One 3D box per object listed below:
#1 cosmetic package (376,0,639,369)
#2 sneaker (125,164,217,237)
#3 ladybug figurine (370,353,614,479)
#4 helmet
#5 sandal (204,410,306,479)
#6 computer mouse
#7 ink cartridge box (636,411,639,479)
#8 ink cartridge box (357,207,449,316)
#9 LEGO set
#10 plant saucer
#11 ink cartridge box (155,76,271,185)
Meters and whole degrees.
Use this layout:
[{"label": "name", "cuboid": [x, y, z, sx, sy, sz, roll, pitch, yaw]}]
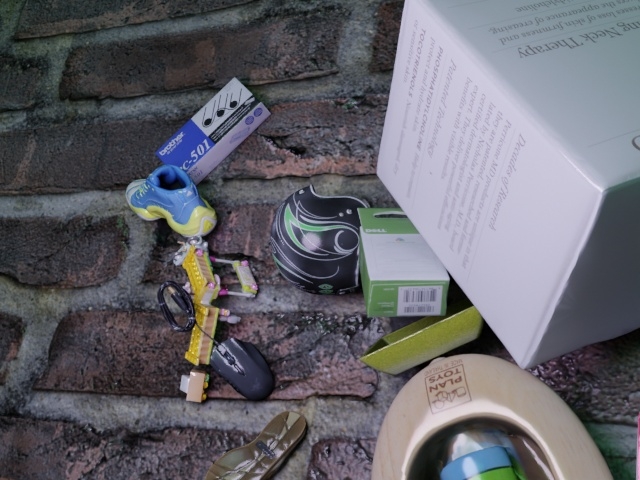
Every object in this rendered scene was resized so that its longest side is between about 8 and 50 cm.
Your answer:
[{"label": "cosmetic package", "cuboid": [0.320, -0.116, 1.271, 0.330, 0.327, 0.393, -17, 51, -22]}, {"label": "sneaker", "cuboid": [-0.275, -0.094, 1.734, 0.240, 0.126, 0.091, 21, 52, 40]}, {"label": "ladybug figurine", "cuboid": [0.226, 0.352, 1.240, 0.305, 0.162, 0.449, -22, 57, 15]}, {"label": "helmet", "cuboid": [0.000, 0.000, 1.542, 0.162, 0.169, 0.169, 11, 69, 14]}, {"label": "sandal", "cuboid": [-0.092, 0.331, 1.488, 0.180, 0.049, 0.072, -39, 58, -15]}, {"label": "computer mouse", "cuboid": [-0.164, 0.157, 1.527, 0.242, 0.041, 0.071, 44, 90, -7]}, {"label": "ink cartridge box", "cuboid": [0.521, 0.282, 1.088, 0.306, 0.226, 0.131, -1, 63, 28]}, {"label": "ink cartridge box", "cuboid": [0.112, 0.028, 1.404, 0.109, 0.062, 0.209, 0, 30, -4]}, {"label": "LEGO set", "cuboid": [-0.169, 0.121, 1.625, 0.132, 0.107, 0.287, -41, 50, 47]}, {"label": "plant saucer", "cuboid": [0.161, 0.135, 1.399, 0.188, 0.188, 0.045, -27, 87, 13]}, {"label": "ink cartridge box", "cuboid": [-0.199, -0.197, 1.816, 0.207, 0.046, 0.097, -44, 53, 0]}]
